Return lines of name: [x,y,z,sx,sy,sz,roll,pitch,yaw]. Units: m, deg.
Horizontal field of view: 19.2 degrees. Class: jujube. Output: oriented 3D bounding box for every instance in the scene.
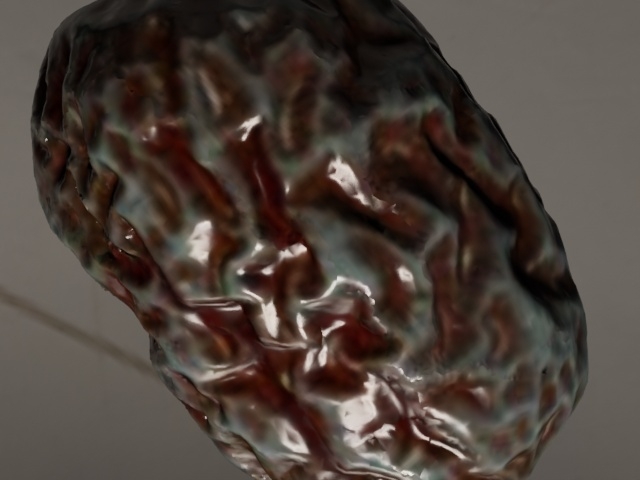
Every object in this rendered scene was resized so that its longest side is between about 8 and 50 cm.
jujube: [0.000,0.000,0.940,0.226,0.226,0.317,-35,100,-16]
